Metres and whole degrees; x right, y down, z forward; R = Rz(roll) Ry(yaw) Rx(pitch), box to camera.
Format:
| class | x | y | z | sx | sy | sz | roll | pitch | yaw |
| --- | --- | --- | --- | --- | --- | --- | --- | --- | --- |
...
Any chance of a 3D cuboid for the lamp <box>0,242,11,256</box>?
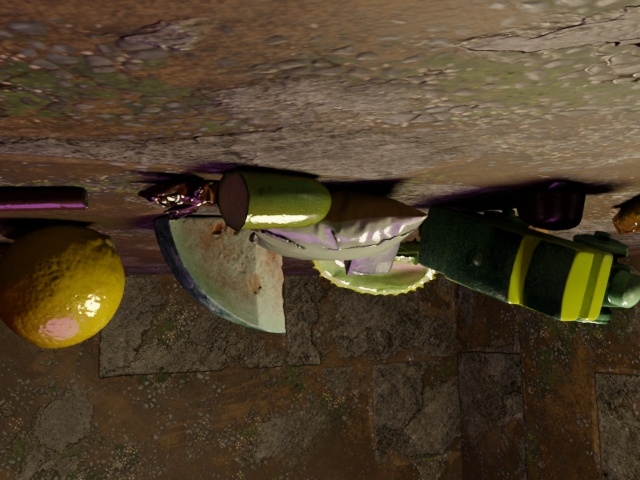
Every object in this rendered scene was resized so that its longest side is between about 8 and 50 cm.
| class | x | y | z | sx | sy | sz | roll | pitch | yaw |
| --- | --- | --- | --- | --- | --- | --- | --- | --- | --- |
| lamp | -0.823 | 0.068 | 2.089 | 0.214 | 0.151 | 0.223 | 2 | -140 | 25 |

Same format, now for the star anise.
| class | x | y | z | sx | sy | sz | roll | pitch | yaw |
| --- | --- | --- | --- | --- | --- | --- | --- | --- | --- |
| star anise | -0.212 | -0.067 | 1.266 | 0.156 | 0.054 | 0.212 | -6 | 175 | 33 |

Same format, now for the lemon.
| class | x | y | z | sx | sy | sz | roll | pitch | yaw |
| --- | --- | --- | --- | --- | --- | --- | --- | --- | --- |
| lemon | -0.569 | 0.097 | 1.717 | 0.292 | 0.293 | 0.293 | -2 | 174 | 0 |

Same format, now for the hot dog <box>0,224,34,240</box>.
| class | x | y | z | sx | sy | sz | roll | pitch | yaw |
| --- | --- | --- | --- | --- | --- | --- | --- | --- | --- |
| hot dog | -0.673 | -0.015 | 1.770 | 0.044 | 0.028 | 0.137 | -30 | 171 | 11 |

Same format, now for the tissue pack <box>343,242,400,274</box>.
| class | x | y | z | sx | sy | sz | roll | pitch | yaw |
| --- | --- | --- | --- | --- | --- | --- | --- | --- | --- |
| tissue pack | 0.121 | 0.012 | 1.785 | 0.112 | 0.051 | 0.156 | -2 | 137 | -15 |

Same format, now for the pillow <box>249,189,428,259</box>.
| class | x | y | z | sx | sy | sz | roll | pitch | yaw |
| --- | --- | --- | --- | --- | --- | --- | --- | --- | --- |
| pillow | 0.021 | -0.023 | 1.438 | 0.312 | 0.119 | 0.310 | -1 | 172 | -4 |

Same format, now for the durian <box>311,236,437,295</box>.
| class | x | y | z | sx | sy | sz | roll | pitch | yaw |
| --- | --- | --- | --- | --- | --- | --- | --- | --- | --- |
| durian | 0.123 | 0.046 | 1.913 | 0.351 | 0.159 | 0.169 | 13 | 170 | -17 |

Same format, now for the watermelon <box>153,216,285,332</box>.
| class | x | y | z | sx | sy | sz | roll | pitch | yaw |
| --- | --- | --- | --- | --- | --- | --- | --- | --- | --- |
| watermelon | -0.190 | 0.040 | 1.768 | 0.387 | 0.258 | 0.228 | 47 | 170 | -21 |

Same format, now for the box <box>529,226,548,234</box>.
| class | x | y | z | sx | sy | sz | roll | pitch | yaw |
| --- | --- | --- | --- | --- | --- | --- | --- | --- | --- |
| box | 0.439 | -0.011 | 1.962 | 0.152 | 0.070 | 0.237 | 0 | 173 | -15 |

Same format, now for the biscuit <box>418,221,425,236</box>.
| class | x | y | z | sx | sy | sz | roll | pitch | yaw |
| --- | --- | --- | --- | --- | --- | --- | --- | --- | --- |
| biscuit | 0.304 | -0.029 | 1.873 | 0.121 | 0.041 | 0.199 | -3 | 175 | -2 |

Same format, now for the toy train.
| class | x | y | z | sx | sy | sz | roll | pitch | yaw |
| --- | --- | --- | --- | --- | --- | --- | --- | --- | --- |
| toy train | 0.392 | 0.038 | 1.546 | 0.272 | 0.179 | 0.442 | 4 | -168 | -38 |

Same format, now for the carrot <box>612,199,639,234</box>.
| class | x | y | z | sx | sy | sz | roll | pitch | yaw |
| --- | --- | --- | --- | --- | --- | --- | --- | --- | --- |
| carrot | 0.662 | -0.052 | 1.636 | 0.068 | 0.069 | 0.229 | -2 | 173 | 6 |

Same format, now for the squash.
| class | x | y | z | sx | sy | sz | roll | pitch | yaw |
| --- | --- | --- | --- | --- | --- | --- | --- | --- | --- |
| squash | -0.056 | -0.062 | 1.217 | 0.187 | 0.095 | 0.095 | -2 | 176 | -36 |

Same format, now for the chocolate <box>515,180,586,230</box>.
| class | x | y | z | sx | sy | sz | roll | pitch | yaw |
| --- | --- | --- | --- | --- | --- | --- | --- | --- | --- |
| chocolate | 0.416 | -0.057 | 1.425 | 0.125 | 0.080 | 0.148 | -5 | 175 | 23 |

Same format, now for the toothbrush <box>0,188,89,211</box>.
| class | x | y | z | sx | sy | sz | roll | pitch | yaw |
| --- | --- | --- | --- | --- | --- | --- | --- | --- | --- |
| toothbrush | -0.559 | -0.064 | 1.265 | 0.363 | 0.041 | 0.041 | -1 | 174 | -8 |
